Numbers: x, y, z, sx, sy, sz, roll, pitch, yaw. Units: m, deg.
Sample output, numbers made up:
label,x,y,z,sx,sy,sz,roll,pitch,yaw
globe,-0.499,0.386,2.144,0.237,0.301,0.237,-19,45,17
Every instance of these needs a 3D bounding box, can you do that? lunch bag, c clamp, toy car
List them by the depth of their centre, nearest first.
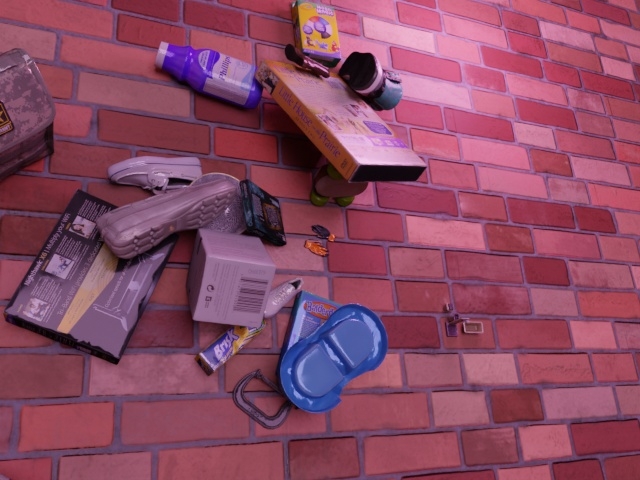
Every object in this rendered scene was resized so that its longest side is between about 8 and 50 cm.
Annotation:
label,x,y,z,sx,sy,sz,roll,pitch,yaw
lunch bag,-0.675,-0.237,1.159,0.169,0.287,0.235,48,58,0
c clamp,-0.115,0.355,1.329,0.161,0.022,0.137,34,70,-8
toy car,0.041,-0.211,1.557,0.149,0.155,0.188,-1,61,-25

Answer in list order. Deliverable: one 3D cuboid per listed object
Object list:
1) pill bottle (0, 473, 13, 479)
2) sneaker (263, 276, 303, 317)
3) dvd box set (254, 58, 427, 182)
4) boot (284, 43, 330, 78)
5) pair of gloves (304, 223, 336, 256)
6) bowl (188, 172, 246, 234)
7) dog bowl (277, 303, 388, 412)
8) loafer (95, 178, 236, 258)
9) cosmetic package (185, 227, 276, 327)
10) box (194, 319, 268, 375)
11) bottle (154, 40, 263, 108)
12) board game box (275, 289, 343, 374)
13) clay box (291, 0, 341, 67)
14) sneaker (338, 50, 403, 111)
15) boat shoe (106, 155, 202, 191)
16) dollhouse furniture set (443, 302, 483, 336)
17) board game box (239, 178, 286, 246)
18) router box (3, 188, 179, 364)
label,x,y,z,sx,sy,sz,roll,pitch,yaw
pill bottle,-0.638,0.440,1.003,0.221,0.121,0.121,34,60,-9
sneaker,-0.095,0.130,1.383,0.053,0.061,0.152,49,41,-1
dvd box set,0.054,-0.311,1.511,0.308,0.062,0.420,-8,51,-49
boot,-0.033,-0.486,1.573,0.114,0.037,0.106,4,42,-46
pair of gloves,0.000,0.000,1.528,0.074,0.010,0.083,28,60,-12
bowl,-0.252,-0.072,1.403,0.170,0.080,0.170,9,66,-21
dog bowl,0.024,0.273,1.339,0.297,0.074,0.166,-36,87,-30
loafer,-0.328,-0.072,1.261,0.319,0.112,0.111,-27,64,-37
cosmetic package,-0.204,0.079,1.278,0.151,0.183,0.151,10,105,-21
box,-0.203,0.231,1.317,0.169,0.059,0.054,-39,87,-31
bottle,-0.289,-0.443,1.525,0.283,0.092,0.118,17,59,-17
board game box,-0.006,0.245,1.407,0.160,0.047,0.210,23,64,-15
clay box,-0.014,-0.639,1.750,0.127,0.053,0.222,2,70,-24
sneaker,0.164,-0.443,1.661,0.178,0.124,0.295,30,17,-22
boat shoe,-0.384,-0.152,1.373,0.226,0.083,0.075,-12,74,-28
dollhouse furniture set,0.411,0.213,1.587,0.114,0.081,0.091,6,68,-22
board game box,-0.138,-0.064,1.408,0.026,0.186,0.126,-16,73,15
router box,-0.480,0.076,1.241,0.243,0.081,0.309,27,61,-13
